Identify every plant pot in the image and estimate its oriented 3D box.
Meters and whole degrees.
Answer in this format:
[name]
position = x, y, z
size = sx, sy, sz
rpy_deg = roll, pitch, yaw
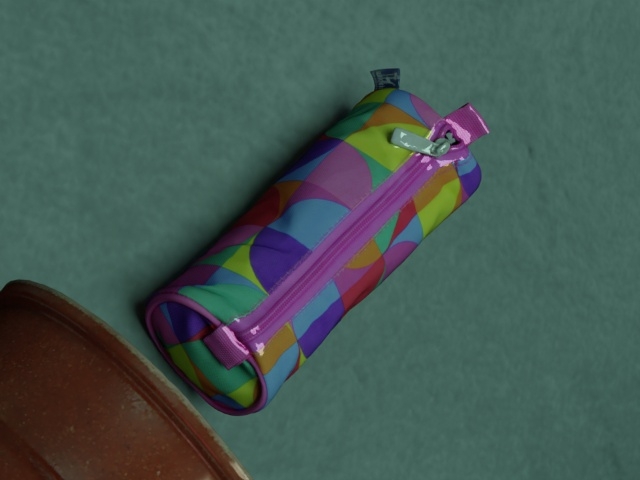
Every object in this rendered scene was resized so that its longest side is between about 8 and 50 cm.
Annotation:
[plant pot]
position = -0.175, 0.206, 0.930
size = 0.265, 0.272, 0.272
rpy_deg = -38, 113, -23

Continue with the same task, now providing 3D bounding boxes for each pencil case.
[pencil case]
position = 0.000, 0.000, 1.155
size = 0.236, 0.104, 0.104
rpy_deg = -46, 117, -28
